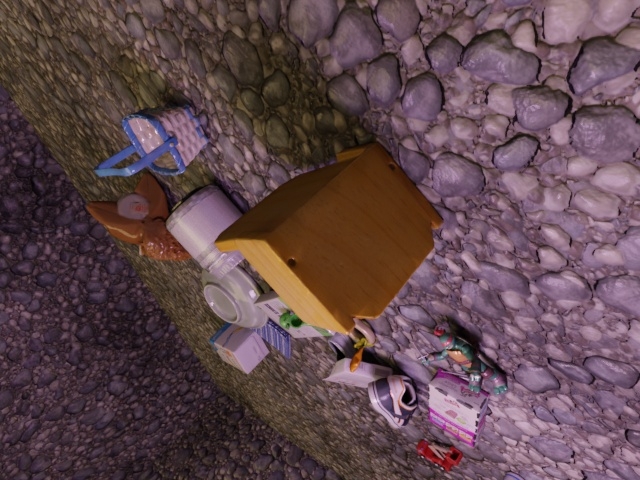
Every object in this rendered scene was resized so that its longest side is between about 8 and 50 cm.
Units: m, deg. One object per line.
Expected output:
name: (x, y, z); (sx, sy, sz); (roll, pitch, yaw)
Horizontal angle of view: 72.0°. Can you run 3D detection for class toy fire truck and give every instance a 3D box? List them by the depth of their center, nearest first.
toy fire truck: (0.446, 0.806, 1.669); (0.192, 0.047, 0.135); (14, 137, 43)

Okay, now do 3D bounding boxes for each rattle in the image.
rattle: (0.079, 0.300, 1.433); (0.199, 0.143, 0.130); (52, 168, -23)

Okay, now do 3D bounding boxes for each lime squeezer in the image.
lime squeezer: (-0.080, 0.296, 1.549); (0.110, 0.058, 0.310); (45, 149, -19)

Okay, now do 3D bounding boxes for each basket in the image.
basket: (-0.504, -0.276, 1.297); (0.255, 0.289, 0.201); (8, 138, 42)

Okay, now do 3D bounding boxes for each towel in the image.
towel: (-0.279, 0.417, 2.096); (0.336, 0.040, 0.243); (33, 148, 21)

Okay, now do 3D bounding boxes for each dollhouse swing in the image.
dollhouse swing: (0.000, 0.000, 0.957); (0.315, 0.347, 0.305); (49, 149, -6)

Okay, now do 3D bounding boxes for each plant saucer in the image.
plant saucer: (-0.406, 0.254, 1.945); (0.401, 0.100, 0.400); (24, 136, 26)

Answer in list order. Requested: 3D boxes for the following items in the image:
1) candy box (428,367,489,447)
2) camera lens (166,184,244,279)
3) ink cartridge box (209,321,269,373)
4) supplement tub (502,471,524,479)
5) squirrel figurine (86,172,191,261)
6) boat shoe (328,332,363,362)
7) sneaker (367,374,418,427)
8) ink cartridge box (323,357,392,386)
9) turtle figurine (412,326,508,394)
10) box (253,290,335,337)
candy box: (0.412, 0.506, 1.331); (0.159, 0.071, 0.233); (24, 144, 33)
camera lens: (-0.357, -0.032, 1.478); (0.274, 0.219, 0.219); (49, 149, -5)
ink cartridge box: (-0.423, 0.549, 2.298); (0.233, 0.168, 0.171); (9, 133, 44)
supplement tub: (0.611, 0.810, 1.415); (0.071, 0.107, 0.071); (31, 146, 24)
squirrel figurine: (-0.727, -0.030, 1.895); (0.397, 0.281, 0.370); (43, 156, 9)
boat shoe: (0.086, 0.421, 1.613); (0.079, 0.081, 0.227); (6, 131, 47)
sneaker: (0.273, 0.546, 1.489); (0.321, 0.128, 0.126); (51, -159, -50)
ink cartridge box: (0.128, 0.481, 1.584); (0.181, 0.056, 0.224); (16, 154, -14)
turtle figurine: (0.357, 0.304, 1.117); (0.234, 0.118, 0.175); (38, 167, -18)
box: (-0.098, 0.275, 1.656); (0.232, 0.058, 0.322); (42, 153, -14)
